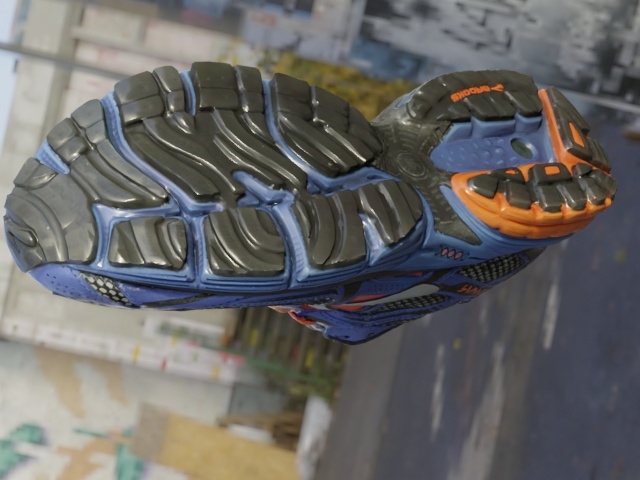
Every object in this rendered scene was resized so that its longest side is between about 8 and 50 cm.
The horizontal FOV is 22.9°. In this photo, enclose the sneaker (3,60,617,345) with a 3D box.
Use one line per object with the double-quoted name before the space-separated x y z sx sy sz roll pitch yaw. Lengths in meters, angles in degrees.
"sneaker" 0.000 0.000 0.511 0.087 0.221 0.083 -57 49 39
